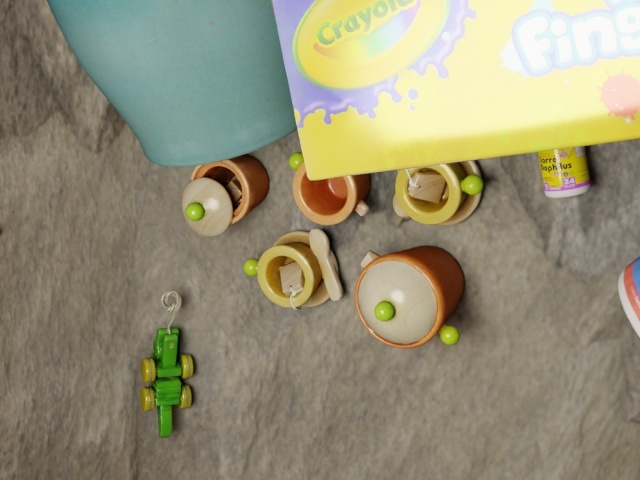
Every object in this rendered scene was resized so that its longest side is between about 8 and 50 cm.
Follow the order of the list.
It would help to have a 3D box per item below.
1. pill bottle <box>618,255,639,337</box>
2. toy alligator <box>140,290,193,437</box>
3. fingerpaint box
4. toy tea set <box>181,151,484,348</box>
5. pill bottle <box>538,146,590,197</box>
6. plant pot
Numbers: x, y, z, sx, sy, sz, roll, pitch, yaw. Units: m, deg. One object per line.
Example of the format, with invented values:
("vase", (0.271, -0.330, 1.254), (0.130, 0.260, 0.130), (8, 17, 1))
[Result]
("pill bottle", (0.373, 0.013, 1.012), (0.221, 0.124, 0.124), (-42, 82, 31))
("toy alligator", (-0.182, 0.138, 1.404), (0.051, 0.056, 0.189), (-138, 49, -61))
("fingerpaint box", (0.249, -0.175, 0.881), (0.445, 0.371, 0.163), (-6, 101, 30))
("toy tea set", (0.000, 0.000, 1.215), (0.336, 0.124, 0.200), (3, 106, 28))
("pill bottle", (0.223, -0.084, 1.113), (0.043, 0.043, 0.083), (-6, 101, 30))
("plant pot", (-0.124, -0.219, 1.155), (0.272, 0.271, 0.255), (-2, 118, 30))
